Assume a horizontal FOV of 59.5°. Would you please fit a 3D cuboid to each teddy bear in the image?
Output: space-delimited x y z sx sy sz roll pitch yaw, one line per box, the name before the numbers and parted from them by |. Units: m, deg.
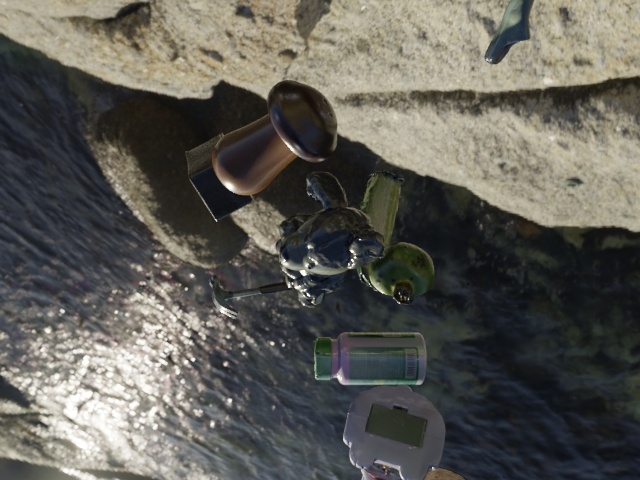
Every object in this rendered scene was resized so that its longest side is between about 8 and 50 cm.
teddy bear | -0.006 -0.007 0.879 0.144 0.171 0.251 -15 162 -15

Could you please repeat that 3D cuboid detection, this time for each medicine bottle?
medicine bottle | 0.121 0.297 1.409 0.274 0.133 0.133 1 135 -3

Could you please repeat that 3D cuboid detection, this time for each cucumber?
cucumber | 0.145 -0.022 1.548 0.105 0.325 0.145 13 166 -6

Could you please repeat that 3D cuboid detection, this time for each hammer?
hammer | -0.120 0.114 1.258 0.246 0.103 0.029 -5 145 -26

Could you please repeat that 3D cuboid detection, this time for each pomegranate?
pomegranate | 0.176 0.066 1.222 0.143 0.169 0.122 3 95 10

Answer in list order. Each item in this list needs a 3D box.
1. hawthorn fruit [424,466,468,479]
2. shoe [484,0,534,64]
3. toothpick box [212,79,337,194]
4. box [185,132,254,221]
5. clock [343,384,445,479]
hawthorn fruit | 0.223 0.760 1.226 0.472 0.472 0.472 13 136 14
shoe | 0.451 -0.482 1.278 0.078 0.079 0.195 45 134 21
toothpick box | -0.099 -0.223 1.252 0.294 0.192 0.192 -28 115 34
box | -0.326 -0.211 1.799 0.143 0.273 0.184 -27 120 0
clock | 0.133 0.419 1.099 0.189 0.189 0.254 15 139 12
